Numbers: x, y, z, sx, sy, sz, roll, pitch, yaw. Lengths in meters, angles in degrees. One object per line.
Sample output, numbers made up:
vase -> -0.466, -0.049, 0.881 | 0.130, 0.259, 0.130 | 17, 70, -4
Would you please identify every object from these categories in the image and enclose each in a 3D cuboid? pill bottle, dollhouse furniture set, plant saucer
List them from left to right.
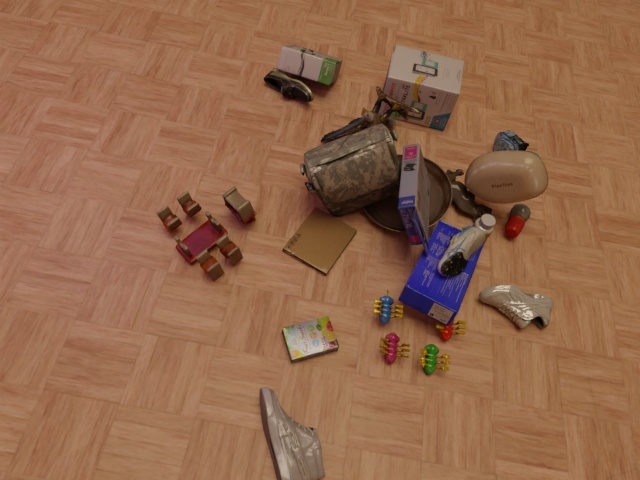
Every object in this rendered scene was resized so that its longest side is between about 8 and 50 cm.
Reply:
dollhouse furniture set -> -0.327, -0.036, 1.620 | 0.259, 0.135, 0.262 | -40, 70, -15
plant saucer -> 0.288, -0.156, 1.771 | 0.311, 0.050, 0.310 | -3, 63, 6
pill bottle -> 0.533, -0.036, 1.719 | 0.065, 0.116, 0.065 | 4, 58, -6

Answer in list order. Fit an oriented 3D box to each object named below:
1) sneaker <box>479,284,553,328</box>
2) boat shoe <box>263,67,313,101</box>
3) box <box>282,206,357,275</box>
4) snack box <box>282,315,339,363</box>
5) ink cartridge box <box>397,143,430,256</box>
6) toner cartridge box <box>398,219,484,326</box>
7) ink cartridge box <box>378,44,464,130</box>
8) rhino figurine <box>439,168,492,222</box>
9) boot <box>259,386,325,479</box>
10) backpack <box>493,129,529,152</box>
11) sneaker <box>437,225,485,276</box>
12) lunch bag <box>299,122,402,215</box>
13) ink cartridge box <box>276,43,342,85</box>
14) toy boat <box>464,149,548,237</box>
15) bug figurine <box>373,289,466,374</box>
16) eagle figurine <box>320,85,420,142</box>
sneaker -> 0.601, 0.209, 1.594 | 0.233, 0.090, 0.115 | 13, 61, 1
boat shoe -> -0.125, -0.584, 2.003 | 0.224, 0.080, 0.073 | 37, 66, 21
box -> 0.000, 0.000, 1.681 | 0.165, 0.021, 0.201 | 30, 59, 11
snack box -> -0.029, 0.283, 1.489 | 0.141, 0.037, 0.100 | -12, 59, -15
ink cartridge box -> 0.290, -0.123, 1.595 | 0.065, 0.185, 0.310 | -8, 51, 20
toner cartridge box -> 0.378, 0.090, 1.598 | 0.165, 0.075, 0.347 | 29, 45, 10
ink cartridge box -> 0.380, -0.585, 1.997 | 0.270, 0.198, 0.197 | 14, 58, 2
rhino figurine -> 0.506, -0.149, 1.814 | 0.106, 0.073, 0.243 | -36, 76, -31
boot -> -0.072, 0.493, 1.330 | 0.124, 0.095, 0.258 | -9, 68, -20
backpack -> 0.700, -0.352, 1.949 | 0.084, 0.105, 0.114 | -17, 57, -19
sneaker -> 0.410, 0.032, 1.564 | 0.086, 0.085, 0.237 | 17, 40, 37
lunch bag -> 0.102, -0.234, 1.651 | 0.305, 0.256, 0.212 | -21, 70, 6
ink cartridge box -> -0.041, -0.688, 2.031 | 0.220, 0.092, 0.160 | 19, 26, 4
toy boat -> 0.627, -0.167, 1.731 | 0.268, 0.318, 0.148 | 2, 40, 39
bug figurine -> 0.274, 0.269, 1.519 | 0.279, 0.072, 0.216 | 16, 63, -3
eagle figurine -> 0.171, -0.403, 1.887 | 0.298, 0.225, 0.226 | -54, 31, 2
